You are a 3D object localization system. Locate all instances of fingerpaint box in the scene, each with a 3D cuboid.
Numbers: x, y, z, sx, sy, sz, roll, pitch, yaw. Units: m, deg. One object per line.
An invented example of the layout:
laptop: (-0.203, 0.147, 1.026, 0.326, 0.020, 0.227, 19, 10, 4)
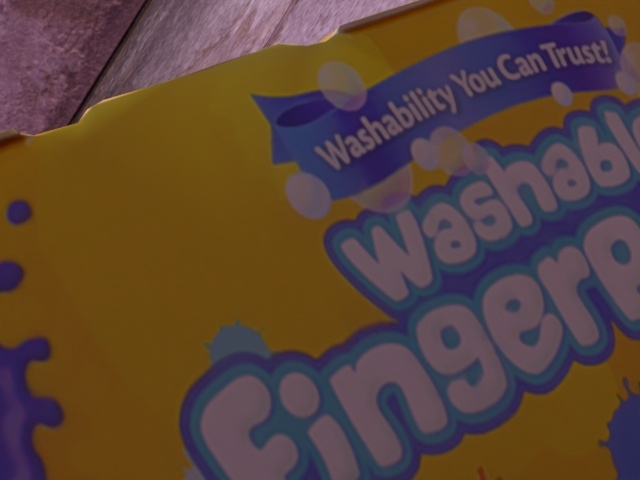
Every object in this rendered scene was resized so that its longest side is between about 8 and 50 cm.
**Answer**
fingerpaint box: (-0.092, 0.094, 0.557, 0.445, 0.163, 0.371, -23, -6, -41)
